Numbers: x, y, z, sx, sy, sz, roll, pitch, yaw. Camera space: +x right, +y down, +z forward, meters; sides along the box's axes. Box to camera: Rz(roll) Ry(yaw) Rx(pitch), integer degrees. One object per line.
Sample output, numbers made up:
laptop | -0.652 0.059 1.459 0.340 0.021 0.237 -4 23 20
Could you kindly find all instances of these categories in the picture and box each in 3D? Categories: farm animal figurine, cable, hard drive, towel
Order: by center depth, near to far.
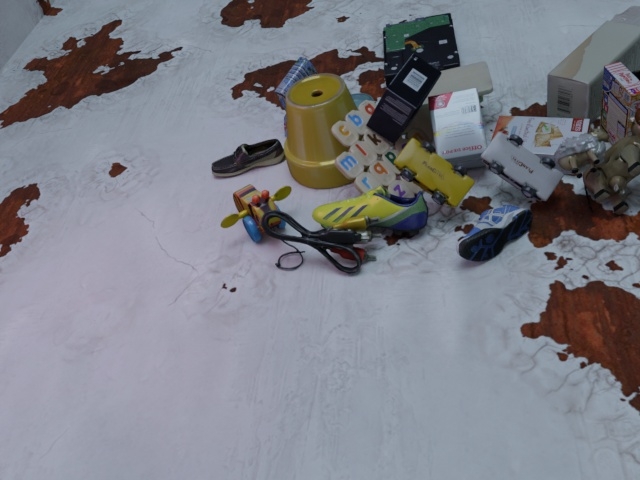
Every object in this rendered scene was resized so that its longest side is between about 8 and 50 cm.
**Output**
farm animal figurine | 0.734 -0.192 1.576 0.326 0.330 0.172 -30 38 29
cable | 0.000 0.000 1.668 0.287 0.140 0.072 6 4 10
towel | 0.940 -0.614 2.080 0.282 0.049 0.187 -40 46 -24
hard drive | 0.322 -0.615 2.264 0.236 0.064 0.339 -8 43 10

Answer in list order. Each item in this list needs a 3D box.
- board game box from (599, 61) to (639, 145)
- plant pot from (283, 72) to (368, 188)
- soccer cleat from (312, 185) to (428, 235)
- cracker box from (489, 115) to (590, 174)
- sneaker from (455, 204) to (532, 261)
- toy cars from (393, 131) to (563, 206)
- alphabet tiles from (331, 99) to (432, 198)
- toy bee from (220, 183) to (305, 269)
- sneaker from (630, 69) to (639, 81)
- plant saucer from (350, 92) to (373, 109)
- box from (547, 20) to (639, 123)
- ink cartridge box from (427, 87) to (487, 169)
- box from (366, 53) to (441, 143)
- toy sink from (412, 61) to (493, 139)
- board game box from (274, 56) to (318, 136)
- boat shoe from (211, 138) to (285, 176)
board game box | 0.740 -0.315 1.715 0.045 0.194 0.147 -14 43 2
plant pot | 0.011 -0.309 1.907 0.253 0.239 0.254 -9 43 8
soccer cleat | 0.119 -0.082 1.705 0.289 0.121 0.093 3 28 17
cracker box | 0.560 -0.247 1.794 0.232 0.067 0.156 7 47 23
sneaker | 0.388 -0.019 1.607 0.211 0.080 0.081 -26 35 -24
toy cars | 0.374 -0.163 1.683 0.393 0.087 0.177 -4 79 2
alphabet tiles | 0.167 -0.226 1.807 0.278 0.021 0.284 46 59 2
toy bee | -0.140 -0.080 1.768 0.298 0.162 0.195 22 52 35
sneaker | 0.886 -0.377 1.791 0.221 0.118 0.083 -4 43 14
plant saucer | 0.105 -0.410 2.144 0.119 0.021 0.119 -9 43 9
box | 0.751 -0.455 1.899 0.121 0.148 0.311 27 56 38
ink cartridge box | 0.352 -0.277 1.794 0.128 0.127 0.176 -8 77 10
box | 0.211 -0.358 1.776 0.093 0.158 0.156 35 59 2
toy sink | 0.364 -0.383 1.955 0.234 0.131 0.153 -11 42 13
board game box | -0.055 -0.411 2.103 0.060 0.194 0.194 18 66 33
boat shoe | -0.215 -0.247 2.033 0.223 0.073 0.080 -13 42 3
